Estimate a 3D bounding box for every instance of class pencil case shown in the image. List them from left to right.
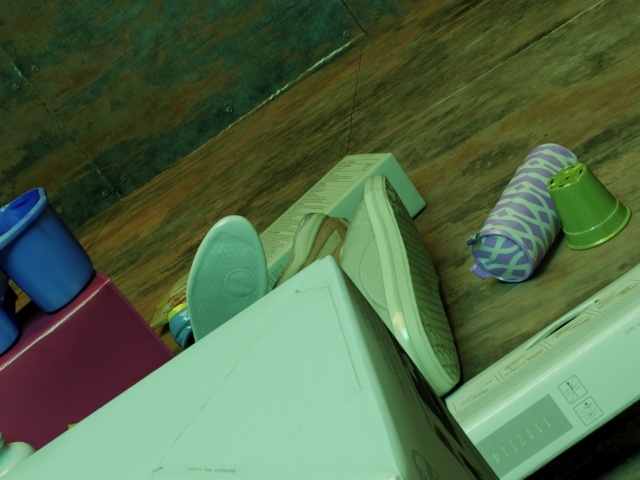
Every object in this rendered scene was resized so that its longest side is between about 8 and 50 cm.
[{"bbox_3d":[0.257,-0.033,1.158,0.206,0.086,0.088,-49,-1,-36],"label":"pencil case"}]

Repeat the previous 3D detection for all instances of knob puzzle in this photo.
[{"bbox_3d":[-0.237,0.092,1.816,0.213,0.030,0.213,-33,19,13],"label":"knob puzzle"}]

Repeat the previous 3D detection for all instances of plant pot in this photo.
[{"bbox_3d":[0.305,-0.045,1.094,0.083,0.079,0.083,-34,19,13],"label":"plant pot"}]

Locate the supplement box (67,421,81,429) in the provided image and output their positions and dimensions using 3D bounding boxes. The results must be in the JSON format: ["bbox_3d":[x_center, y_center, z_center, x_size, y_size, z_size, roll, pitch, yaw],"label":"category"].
[{"bbox_3d":[-0.108,0.245,0.865,0.194,0.191,0.129,-14,11,-21],"label":"supplement box"}]

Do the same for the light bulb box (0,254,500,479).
[{"bbox_3d":[-0.026,0.271,0.495,0.358,0.361,0.225,-35,20,7],"label":"light bulb box"}]

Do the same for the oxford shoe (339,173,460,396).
[{"bbox_3d":[0.072,0.049,1.162,0.130,0.169,0.449,-29,25,15],"label":"oxford shoe"}]

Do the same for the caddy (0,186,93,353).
[{"bbox_3d":[-0.479,0.031,1.376,0.241,0.179,0.341,-39,19,-9],"label":"caddy"}]

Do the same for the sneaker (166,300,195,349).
[{"bbox_3d":[-0.157,0.115,1.589,0.209,0.069,0.082,-30,51,-7],"label":"sneaker"}]

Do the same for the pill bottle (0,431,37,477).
[{"bbox_3d":[-0.389,0.339,1.200,0.124,0.221,0.124,-33,19,13],"label":"pill bottle"}]

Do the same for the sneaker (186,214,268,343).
[{"bbox_3d":[-0.126,0.076,1.278,0.105,0.295,0.147,1,29,-4],"label":"sneaker"}]

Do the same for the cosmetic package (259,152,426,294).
[{"bbox_3d":[0.000,0.000,1.484,0.309,0.113,0.160,-42,19,-17],"label":"cosmetic package"}]

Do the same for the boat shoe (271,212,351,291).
[{"bbox_3d":[0.003,0.088,1.256,0.116,0.123,0.324,5,51,14],"label":"boat shoe"}]

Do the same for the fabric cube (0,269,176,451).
[{"bbox_3d":[-0.363,0.214,1.403,0.258,0.254,0.259,-43,19,-15],"label":"fabric cube"}]

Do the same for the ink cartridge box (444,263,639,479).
[{"bbox_3d":[0.252,0.104,0.861,0.296,0.066,0.261,-36,-7,4],"label":"ink cartridge box"}]
